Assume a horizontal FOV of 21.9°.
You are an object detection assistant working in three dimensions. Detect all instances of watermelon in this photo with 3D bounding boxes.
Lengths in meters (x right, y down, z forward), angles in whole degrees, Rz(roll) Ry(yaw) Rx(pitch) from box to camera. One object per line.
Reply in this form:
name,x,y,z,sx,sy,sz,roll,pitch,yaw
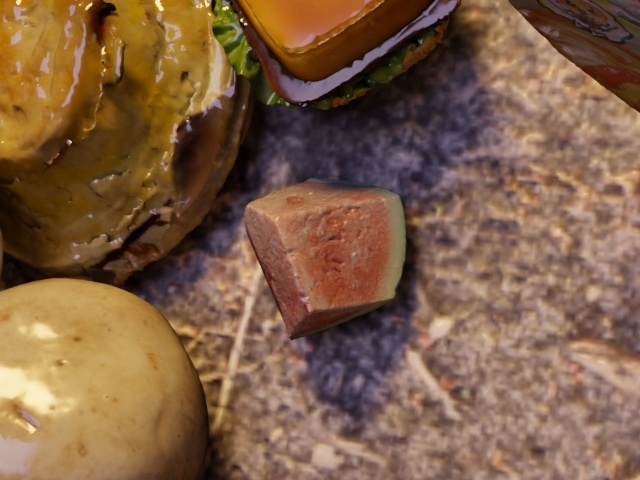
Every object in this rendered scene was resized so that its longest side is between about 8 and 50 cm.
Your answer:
watermelon,0.004,0.004,0.880,0.092,0.072,0.084,-36,81,13

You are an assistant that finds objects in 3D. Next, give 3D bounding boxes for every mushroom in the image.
mushroom,-0.145,0.101,0.903,0.166,0.166,0.127,46,144,29

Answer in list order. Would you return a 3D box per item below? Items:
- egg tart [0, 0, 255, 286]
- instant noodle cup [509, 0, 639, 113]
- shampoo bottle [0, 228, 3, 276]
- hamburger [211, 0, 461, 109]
egg tart,-0.150,-0.093,0.971,0.241,0.106,0.241,-5,80,30
instant noodle cup,0.226,-0.138,0.687,0.264,0.264,0.200,32,88,31
shampoo bottle,-0.223,-0.002,0.951,0.108,0.051,0.221,43,138,25
hamburger,-0.001,-0.149,0.900,0.137,0.087,0.166,-31,64,10
